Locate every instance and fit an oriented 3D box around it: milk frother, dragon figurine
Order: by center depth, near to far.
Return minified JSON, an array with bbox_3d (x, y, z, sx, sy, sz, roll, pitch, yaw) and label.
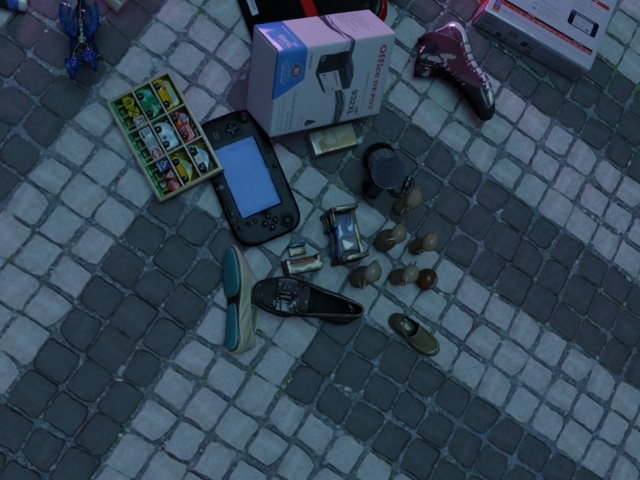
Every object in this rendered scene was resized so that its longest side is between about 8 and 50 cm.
[{"bbox_3d":[-0.543,-0.490,1.623,0.085,0.144,0.289,-5,82,-14],"label":"dragon figurine"},{"bbox_3d":[0.178,-0.158,1.742,0.143,0.135,0.129,9,110,-9],"label":"milk frother"}]

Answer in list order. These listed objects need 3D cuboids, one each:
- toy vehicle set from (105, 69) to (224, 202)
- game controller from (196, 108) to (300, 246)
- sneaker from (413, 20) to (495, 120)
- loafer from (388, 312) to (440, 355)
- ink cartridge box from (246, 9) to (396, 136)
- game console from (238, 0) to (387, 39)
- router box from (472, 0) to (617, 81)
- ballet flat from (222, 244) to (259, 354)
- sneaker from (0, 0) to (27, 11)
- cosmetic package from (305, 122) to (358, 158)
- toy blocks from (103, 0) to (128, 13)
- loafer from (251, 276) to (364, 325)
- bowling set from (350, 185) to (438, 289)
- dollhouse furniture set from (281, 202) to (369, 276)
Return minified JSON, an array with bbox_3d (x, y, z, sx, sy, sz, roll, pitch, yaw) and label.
[{"bbox_3d":[-0.359,-0.240,1.660,0.166,0.035,0.267,-29,87,-2],"label":"toy vehicle set"},{"bbox_3d":[-0.172,-0.148,1.695,0.166,0.067,0.319,-22,86,-16],"label":"game controller"},{"bbox_3d":[0.328,-0.417,1.849,0.162,0.106,0.281,-19,76,-9],"label":"sneaker"},{"bbox_3d":[0.230,0.230,1.735,0.148,0.050,0.056,35,75,-6],"label":"loafer"},{"bbox_3d":[0.000,-0.387,1.651,0.307,0.223,0.129,-17,49,-27],"label":"ink cartridge box"},{"bbox_3d":[-0.044,-0.650,1.768,0.342,0.060,0.387,-21,85,9],"label":"game console"},{"bbox_3d":[0.625,-0.647,1.955,0.335,0.082,0.301,28,76,-8],"label":"router box"},{"bbox_3d":[-0.180,0.136,1.648,0.086,0.086,0.249,1,82,-13],"label":"ballet flat"},{"bbox_3d":[-0.717,-0.605,1.645,0.084,0.058,0.152,2,87,-22],"label":"sneaker"},{"bbox_3d":[0.028,-0.246,1.770,0.115,0.041,0.060,-18,85,-15],"label":"cosmetic package"},{"bbox_3d":[-0.454,-0.734,1.591,0.260,0.309,0.289,42,70,-10],"label":"toy blocks"},{"bbox_3d":[-0.023,0.135,1.647,0.267,0.084,0.096,14,75,-25],"label":"loafer"},{"bbox_3d":[0.221,0.030,1.712,0.199,0.154,0.287,30,76,-7],"label":"bowling set"},{"bbox_3d":[0.000,0.000,1.678,0.183,0.129,0.129,-11,84,-15],"label":"dollhouse furniture set"}]
